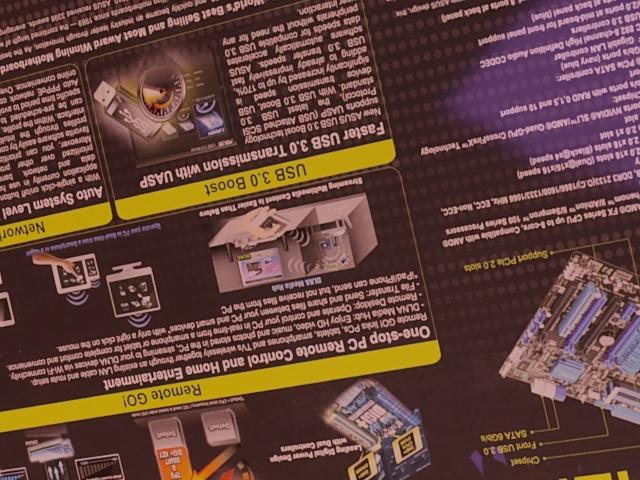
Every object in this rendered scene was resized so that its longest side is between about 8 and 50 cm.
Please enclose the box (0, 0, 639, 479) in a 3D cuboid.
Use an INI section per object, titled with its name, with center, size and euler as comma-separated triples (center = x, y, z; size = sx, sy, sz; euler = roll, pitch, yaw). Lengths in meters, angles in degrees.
[box]
center = 0.000, 0.000, 0.498
size = 0.270, 0.060, 0.216
euler = -12, 93, 28
